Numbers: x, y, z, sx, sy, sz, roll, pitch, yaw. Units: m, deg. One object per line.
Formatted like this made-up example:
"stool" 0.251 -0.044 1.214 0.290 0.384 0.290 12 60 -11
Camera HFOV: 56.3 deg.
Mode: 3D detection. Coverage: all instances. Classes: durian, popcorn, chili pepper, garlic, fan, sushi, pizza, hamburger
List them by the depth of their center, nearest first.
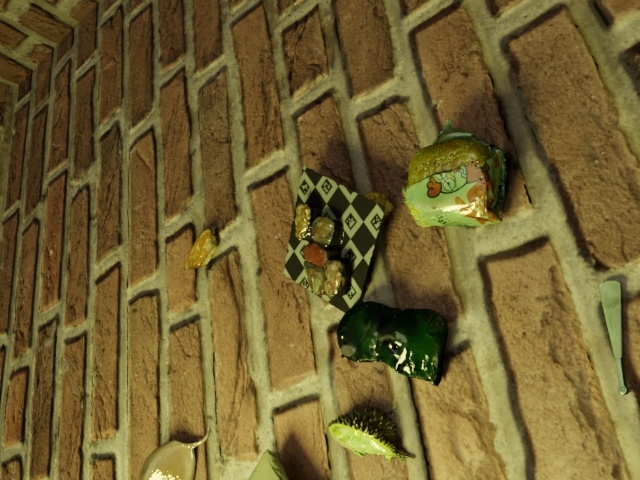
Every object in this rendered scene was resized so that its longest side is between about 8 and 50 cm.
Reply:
"fan" 0.497 0.161 1.008 0.038 0.016 0.193 -14 65 40
"hamburger" 0.273 -0.141 1.234 0.214 0.125 0.235 3 90 31
"chili pepper" 0.131 0.194 1.245 0.264 0.116 0.148 10 78 42
"durian" 0.097 0.401 1.247 0.215 0.086 0.100 -1 107 44
"popcorn" 0.125 -0.080 1.384 0.084 0.084 0.084 -16 65 37
"sushi" 0.000 0.000 1.411 0.294 0.059 0.292 29 112 44
"garlic" -0.396 0.601 1.579 0.128 0.148 0.267 -171 97 -79
"pizza" -0.348 0.033 1.776 0.099 0.035 0.160 40 103 42

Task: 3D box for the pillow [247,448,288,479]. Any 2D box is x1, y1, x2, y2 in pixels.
"pillow" -0.102 0.648 1.294 0.274 0.076 0.281 46 118 45
